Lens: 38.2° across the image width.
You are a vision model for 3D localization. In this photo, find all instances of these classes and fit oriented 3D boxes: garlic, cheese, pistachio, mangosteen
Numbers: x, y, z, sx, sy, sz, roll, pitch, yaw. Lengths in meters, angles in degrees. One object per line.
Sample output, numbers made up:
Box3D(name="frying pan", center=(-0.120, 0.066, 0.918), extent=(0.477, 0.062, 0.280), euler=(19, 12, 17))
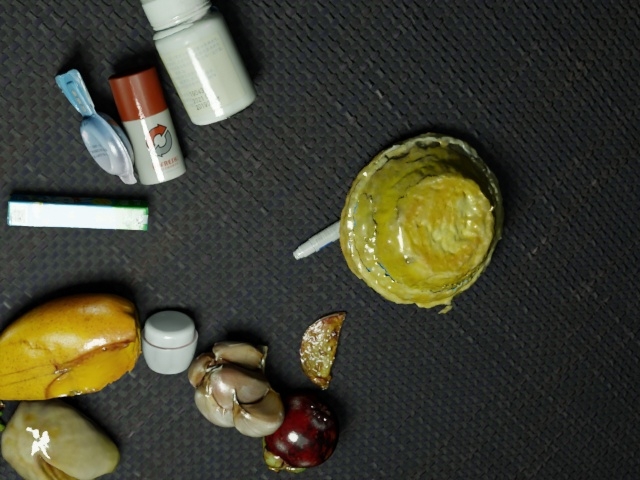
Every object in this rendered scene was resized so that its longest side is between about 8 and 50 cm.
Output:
Box3D(name="garlic", center=(-0.184, 0.321, 1.938), extent=(0.160, 0.214, 0.191), euler=(-30, 158, 32))
Box3D(name="cheese", center=(-0.422, -0.212, 1.760), extent=(0.052, 0.135, 0.244), euler=(-39, 111, -29))
Box3D(name="pistachio", center=(-0.538, 0.418, 1.896), extent=(0.166, 0.197, 0.288), euler=(-28, 144, 5))
Box3D(name="mangosteen", center=(-0.053, 0.431, 2.029), extent=(0.200, 0.200, 0.199), euler=(-4, 108, -12))

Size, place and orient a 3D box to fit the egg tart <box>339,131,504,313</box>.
Box3D(name="egg tart", center=(0.235, -0.032, 1.943), extent=(0.388, 0.169, 0.387), euler=(-3, 99, -18))

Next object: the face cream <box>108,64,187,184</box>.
Box3D(name="face cream", center=(-0.334, -0.224, 1.789), extent=(0.096, 0.096, 0.214), euler=(-17, 110, -7))

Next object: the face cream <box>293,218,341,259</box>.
Box3D(name="face cream", center=(0.000, 0.000, 1.973), extent=(0.130, 0.034, 0.034), euler=(-31, 112, -3))

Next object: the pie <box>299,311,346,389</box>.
Box3D(name="pie", center=(-0.002, 0.246, 2.055), extent=(0.088, 0.033, 0.191), euler=(9, 105, -12))

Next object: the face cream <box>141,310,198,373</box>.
Box3D(name="face cream", center=(-0.315, 0.211, 1.924), extent=(0.117, 0.117, 0.104), euler=(-1, 117, -13))

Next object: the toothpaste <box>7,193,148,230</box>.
Box3D(name="toothpaste", center=(-0.478, -0.056, 1.828), extent=(0.267, 0.065, 0.050), euler=(2, 104, -13))

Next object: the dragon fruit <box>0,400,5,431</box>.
Box3D(name="dragon fruit", center=(-0.736, 0.349, 1.881), extent=(0.142, 0.175, 0.138), euler=(15, 94, 14))

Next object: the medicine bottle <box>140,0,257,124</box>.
Box3D(name="medicine bottle", center=(-0.230, -0.360, 1.745), extent=(0.143, 0.143, 0.258), euler=(-25, 112, -5))

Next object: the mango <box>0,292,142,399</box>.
Box3D(name="mango", center=(-0.519, 0.222, 1.856), extent=(0.350, 0.201, 0.199), euler=(-17, 71, 3))
